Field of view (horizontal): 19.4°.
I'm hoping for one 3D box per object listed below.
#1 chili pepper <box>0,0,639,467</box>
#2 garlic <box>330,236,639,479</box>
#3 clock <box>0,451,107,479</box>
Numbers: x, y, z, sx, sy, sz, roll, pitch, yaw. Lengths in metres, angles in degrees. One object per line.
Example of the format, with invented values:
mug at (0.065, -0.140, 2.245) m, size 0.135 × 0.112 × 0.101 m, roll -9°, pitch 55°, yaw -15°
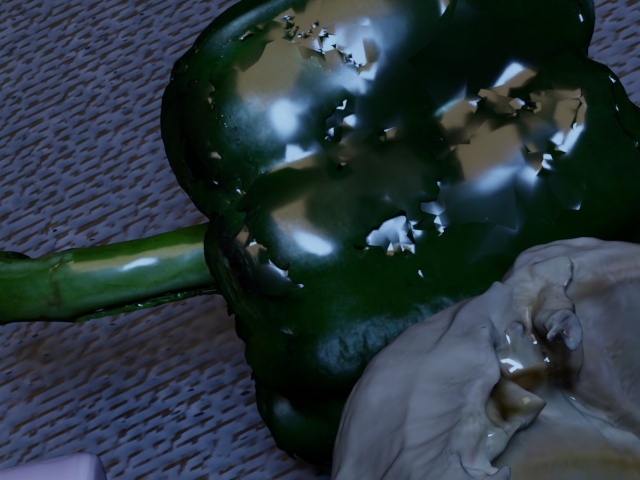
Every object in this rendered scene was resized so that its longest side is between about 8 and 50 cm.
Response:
chili pepper at (0.000, 0.000, 0.690) m, size 0.261 × 0.174 × 0.165 m, roll -25°, pitch 72°, yaw -1°
garlic at (0.055, 0.103, 0.578) m, size 0.143 × 0.178 × 0.229 m, roll -7°, pitch 43°, yaw 40°
clock at (-0.053, 0.221, 0.448) m, size 0.080 × 0.275 × 0.290 m, roll -13°, pitch 52°, yaw 6°
